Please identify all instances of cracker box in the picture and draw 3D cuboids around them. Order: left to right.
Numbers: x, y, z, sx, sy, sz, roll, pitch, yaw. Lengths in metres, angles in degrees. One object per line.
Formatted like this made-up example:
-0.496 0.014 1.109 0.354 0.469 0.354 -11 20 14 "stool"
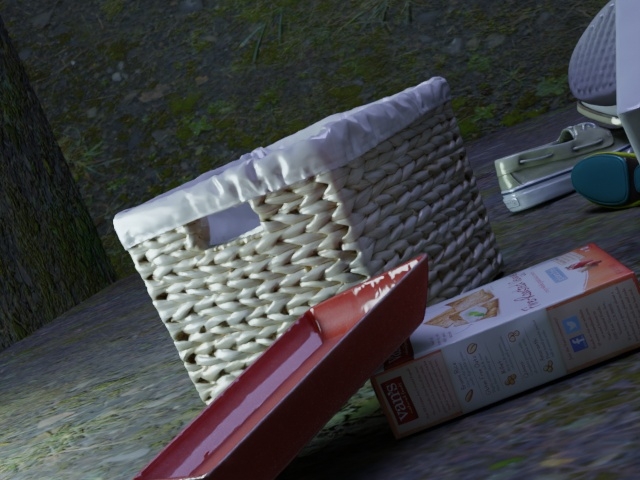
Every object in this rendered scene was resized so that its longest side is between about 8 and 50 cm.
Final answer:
0.159 0.083 0.882 0.232 0.067 0.156 -23 7 6 "cracker box"

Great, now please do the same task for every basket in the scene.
0.000 0.000 1.198 0.328 0.266 0.331 -18 8 35 "basket"

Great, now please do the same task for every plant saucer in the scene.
-0.032 0.133 0.864 0.259 0.048 0.258 -42 5 -27 "plant saucer"

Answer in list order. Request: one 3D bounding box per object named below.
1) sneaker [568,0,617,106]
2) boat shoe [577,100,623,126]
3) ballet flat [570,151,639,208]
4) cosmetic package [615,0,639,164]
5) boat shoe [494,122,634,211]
0.423 -0.218 0.996 0.366 0.150 0.135 -28 46 46 "sneaker"
0.528 -0.229 1.559 0.113 0.103 0.302 -15 21 -30 "boat shoe"
0.428 -0.082 1.312 0.077 0.077 0.231 -3 2 -23 "ballet flat"
0.307 -0.070 0.693 0.138 0.224 0.224 -19 26 26 "cosmetic package"
0.424 -0.141 1.617 0.302 0.094 0.109 -23 7 -14 "boat shoe"
